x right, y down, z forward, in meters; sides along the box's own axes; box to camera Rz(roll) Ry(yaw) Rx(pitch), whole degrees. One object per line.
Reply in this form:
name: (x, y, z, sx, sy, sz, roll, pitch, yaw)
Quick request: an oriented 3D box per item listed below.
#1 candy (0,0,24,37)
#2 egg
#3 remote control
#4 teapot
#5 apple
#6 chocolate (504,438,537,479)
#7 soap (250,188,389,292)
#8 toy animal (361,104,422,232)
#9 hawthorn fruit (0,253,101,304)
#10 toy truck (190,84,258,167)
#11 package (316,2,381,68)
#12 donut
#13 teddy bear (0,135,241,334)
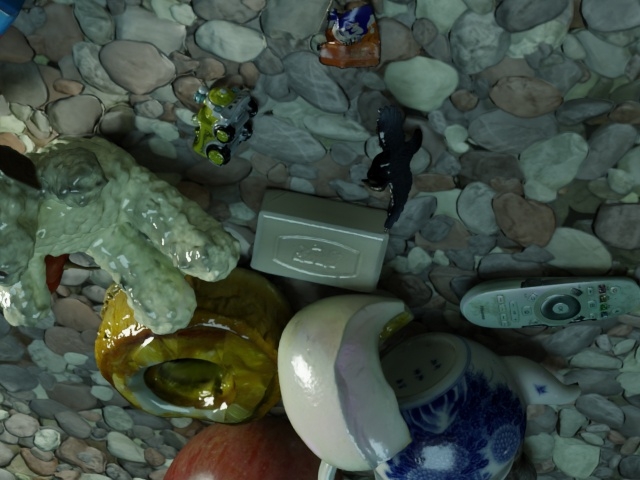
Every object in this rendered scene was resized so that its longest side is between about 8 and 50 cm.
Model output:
candy: (-0.500, -0.263, 1.692, 0.157, 0.100, 0.306, 32, 135, -20)
egg: (0.020, 0.176, 1.896, 0.206, 0.271, 0.162, -19, 129, 34)
remote control: (0.328, 0.084, 1.928, 0.256, 0.045, 0.097, -2, 137, 10)
teapot: (0.191, 0.287, 2.010, 0.424, 0.252, 0.280, -29, 118, -2)
apple: (-0.108, 0.441, 2.263, 0.345, 0.269, 0.345, 19, 135, 21)
chocolate: (0.292, 0.355, 2.183, 0.110, 0.110, 0.248, -3, 137, 15)
soap: (0.000, 0.000, 1.893, 0.183, 0.064, 0.121, 11, 135, 0)
toy animal: (0.092, -0.102, 1.731, 0.062, 0.108, 0.220, 7, 136, 13)
hawthorn fruit: (-0.423, 0.026, 1.962, 0.203, 0.162, 0.162, 14, 139, -20)
toy truck: (-0.133, -0.156, 1.753, 0.077, 0.076, 0.111, 28, 138, 11)
package: (0.034, -0.249, 1.640, 0.077, 0.033, 0.110, -15, 151, -5)
donut: (-0.186, 0.172, 2.048, 0.330, 0.160, 0.330, 5, 145, 3)
teddy bear: (-0.361, 0.017, 1.737, 0.375, 0.362, 0.327, 45, 126, 3)
